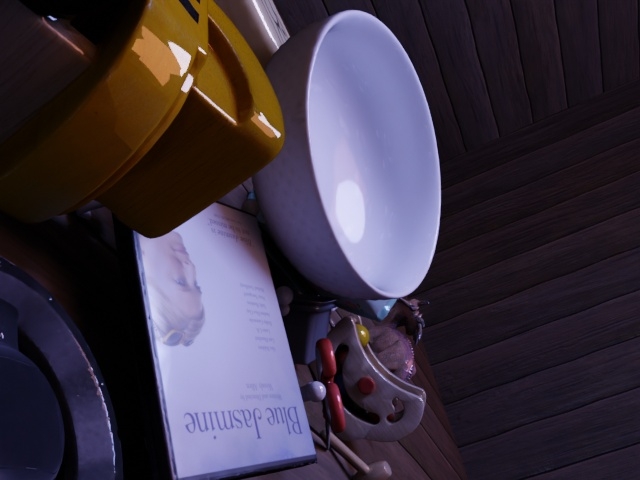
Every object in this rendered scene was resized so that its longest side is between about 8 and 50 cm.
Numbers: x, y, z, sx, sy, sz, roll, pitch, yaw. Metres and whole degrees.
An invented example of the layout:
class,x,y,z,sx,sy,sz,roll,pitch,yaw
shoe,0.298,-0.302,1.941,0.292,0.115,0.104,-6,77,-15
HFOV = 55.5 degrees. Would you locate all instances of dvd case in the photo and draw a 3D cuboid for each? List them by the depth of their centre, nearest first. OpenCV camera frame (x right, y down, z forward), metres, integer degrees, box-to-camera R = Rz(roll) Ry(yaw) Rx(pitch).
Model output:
class,x,y,z,sx,sy,sz,roll,pitch,yaw
dvd case,-0.088,0.071,0.517,0.180,0.022,0.253,20,49,-56

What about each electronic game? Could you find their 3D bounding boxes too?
class,x,y,z,sx,sy,sz,roll,pitch,yaw
electronic game,-0.175,0.099,0.323,0.229,0.048,0.229,-23,90,-86

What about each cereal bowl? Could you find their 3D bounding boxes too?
class,x,y,z,sx,sy,sz,roll,pitch,yaw
cereal bowl,0.022,-0.093,0.745,0.339,0.141,0.339,12,76,-57

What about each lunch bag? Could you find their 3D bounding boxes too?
class,x,y,z,sx,sy,sz,roll,pitch,yaw
lunch bag,0.000,0.000,1.004,0.223,0.160,0.262,50,-21,-27

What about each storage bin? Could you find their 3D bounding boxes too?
class,x,y,z,sx,sy,sz,roll,pitch,yaw
storage bin,-0.034,0.126,0.884,0.135,0.098,0.091,17,78,-77

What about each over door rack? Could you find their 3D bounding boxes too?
class,x,y,z,sx,sy,sz,roll,pitch,yaw
over door rack,-0.091,0.073,0.639,0.324,0.108,0.240,27,41,-73

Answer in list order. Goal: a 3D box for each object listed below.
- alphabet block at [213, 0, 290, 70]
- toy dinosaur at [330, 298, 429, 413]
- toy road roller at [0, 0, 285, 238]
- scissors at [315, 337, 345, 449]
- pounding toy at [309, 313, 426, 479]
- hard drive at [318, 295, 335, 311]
class,x,y,z,sx,sy,sz,roll,pitch,yaw
alphabet block,-0.161,-0.284,0.799,0.192,0.193,0.197,-94,158,-56
toy dinosaur,0.144,0.224,1.221,0.296,0.200,0.127,-101,164,-46
toy road roller,-0.154,-0.151,0.420,0.240,0.202,0.330,41,29,-40
scissors,0.010,0.211,0.803,0.297,0.021,0.109,91,-14,-66
pounding toy,0.080,0.252,0.974,0.155,0.154,0.270,11,56,-77
hard drive,0.002,0.029,1.341,0.353,0.047,0.233,-7,74,-78
